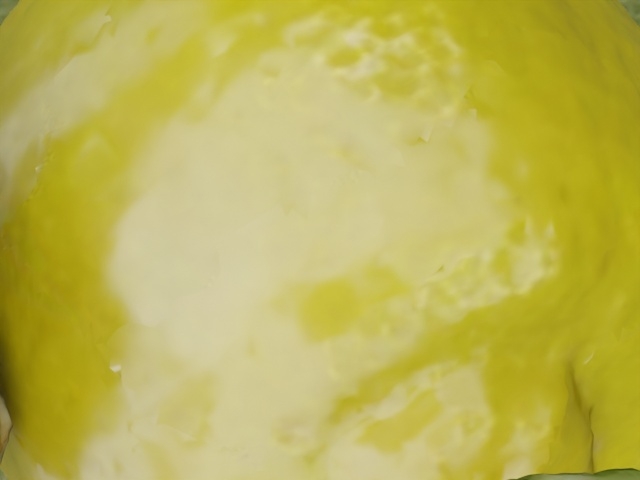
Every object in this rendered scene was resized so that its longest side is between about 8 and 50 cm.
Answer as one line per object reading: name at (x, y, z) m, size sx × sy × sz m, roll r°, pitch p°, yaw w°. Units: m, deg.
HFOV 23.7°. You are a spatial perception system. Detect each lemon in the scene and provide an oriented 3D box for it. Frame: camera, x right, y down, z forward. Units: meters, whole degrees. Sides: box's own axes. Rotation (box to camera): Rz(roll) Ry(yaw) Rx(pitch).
lemon at (0.000, 0.000, 0.655) m, size 0.348 × 0.348 × 0.348 m, roll 11°, pitch 109°, yaw 34°

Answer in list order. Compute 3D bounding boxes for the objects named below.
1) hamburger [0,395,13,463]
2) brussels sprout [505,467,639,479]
hamburger at (-0.261, 0.034, 0.541) m, size 0.318 × 0.158 × 0.319 m, roll 11°, pitch 114°, yaw 27°
brussels sprout at (0.032, 0.108, 0.257) m, size 0.131 × 0.183 × 0.145 m, roll 31°, pitch 94°, yaw 20°
